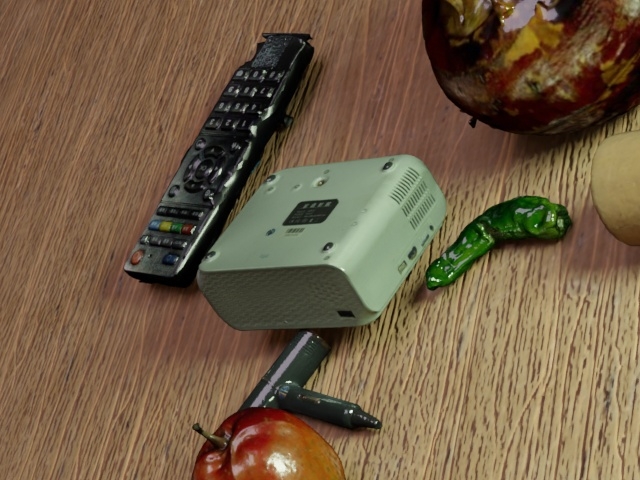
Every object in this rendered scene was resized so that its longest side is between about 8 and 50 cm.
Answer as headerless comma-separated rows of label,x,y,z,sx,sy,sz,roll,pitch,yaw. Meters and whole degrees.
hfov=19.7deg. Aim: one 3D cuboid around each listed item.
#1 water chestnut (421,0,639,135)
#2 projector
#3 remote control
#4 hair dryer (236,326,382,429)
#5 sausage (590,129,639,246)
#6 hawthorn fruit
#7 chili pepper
water chestnut,0.232,-0.287,2.049,0.335,0.347,0.335,-30,45,35
projector,0.000,0.000,2.173,0.250,0.108,0.198,-5,38,45
remote control,-0.130,-0.107,2.488,0.145,0.062,0.398,7,64,50
hair dryer,-0.015,0.203,2.088,0.173,0.050,0.195,-53,38,-5
sausage,0.405,-0.064,1.830,0.253,0.123,0.123,-9,50,42
hawthorn fruit,-0.068,0.249,1.969,0.157,0.194,0.157,-36,26,21
chili pepper,0.193,-0.004,2.059,0.182,0.050,0.073,-30,45,27
